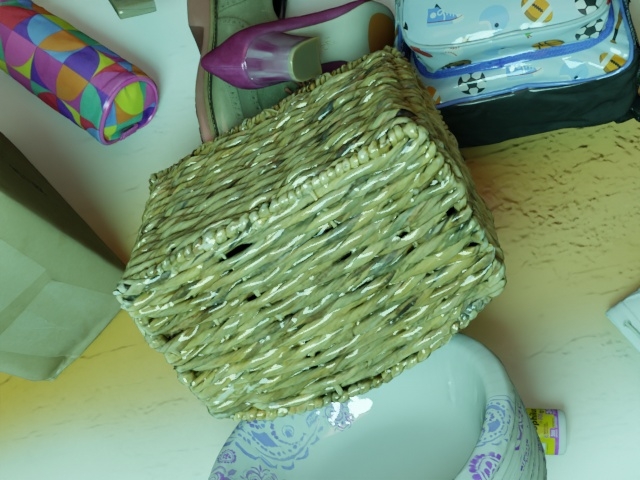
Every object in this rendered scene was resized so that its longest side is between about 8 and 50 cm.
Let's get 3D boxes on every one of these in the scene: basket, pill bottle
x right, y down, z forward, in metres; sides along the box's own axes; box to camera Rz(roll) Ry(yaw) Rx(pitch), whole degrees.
[{"bbox_3d":[0.000,0.000,0.760,0.299,0.213,0.223,-29,26,13],"label":"basket"},{"bbox_3d":[0.192,0.183,0.800,0.083,0.043,0.043,-1,74,11],"label":"pill bottle"}]

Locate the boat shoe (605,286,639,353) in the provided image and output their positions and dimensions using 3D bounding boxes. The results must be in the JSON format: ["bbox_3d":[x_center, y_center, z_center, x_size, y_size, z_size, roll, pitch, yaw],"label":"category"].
[{"bbox_3d":[0.348,0.144,0.772,0.076,0.083,0.226,-31,58,12],"label":"boat shoe"}]

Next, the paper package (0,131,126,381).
[{"bbox_3d":[-0.382,-0.035,0.828,0.168,0.325,0.309,-45,70,-5],"label":"paper package"}]

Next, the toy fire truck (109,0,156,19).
[{"bbox_3d":[-0.200,-0.368,0.993,0.217,0.158,0.246,-20,83,4],"label":"toy fire truck"}]

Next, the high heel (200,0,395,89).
[{"bbox_3d":[-0.013,-0.208,0.888,0.117,0.082,0.244,10,31,31],"label":"high heel"}]

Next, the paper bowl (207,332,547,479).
[{"bbox_3d":[0.055,0.218,0.719,0.284,0.284,0.148,-29,112,1],"label":"paper bowl"}]

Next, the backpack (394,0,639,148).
[{"bbox_3d":[0.187,-0.247,0.851,0.277,0.213,0.263,-6,62,12],"label":"backpack"}]

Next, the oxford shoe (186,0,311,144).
[{"bbox_3d":[-0.066,-0.161,0.912,0.130,0.123,0.348,-10,74,2],"label":"oxford shoe"}]

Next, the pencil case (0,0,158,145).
[{"bbox_3d":[-0.304,-0.203,0.983,0.236,0.104,0.104,34,83,20],"label":"pencil case"}]
